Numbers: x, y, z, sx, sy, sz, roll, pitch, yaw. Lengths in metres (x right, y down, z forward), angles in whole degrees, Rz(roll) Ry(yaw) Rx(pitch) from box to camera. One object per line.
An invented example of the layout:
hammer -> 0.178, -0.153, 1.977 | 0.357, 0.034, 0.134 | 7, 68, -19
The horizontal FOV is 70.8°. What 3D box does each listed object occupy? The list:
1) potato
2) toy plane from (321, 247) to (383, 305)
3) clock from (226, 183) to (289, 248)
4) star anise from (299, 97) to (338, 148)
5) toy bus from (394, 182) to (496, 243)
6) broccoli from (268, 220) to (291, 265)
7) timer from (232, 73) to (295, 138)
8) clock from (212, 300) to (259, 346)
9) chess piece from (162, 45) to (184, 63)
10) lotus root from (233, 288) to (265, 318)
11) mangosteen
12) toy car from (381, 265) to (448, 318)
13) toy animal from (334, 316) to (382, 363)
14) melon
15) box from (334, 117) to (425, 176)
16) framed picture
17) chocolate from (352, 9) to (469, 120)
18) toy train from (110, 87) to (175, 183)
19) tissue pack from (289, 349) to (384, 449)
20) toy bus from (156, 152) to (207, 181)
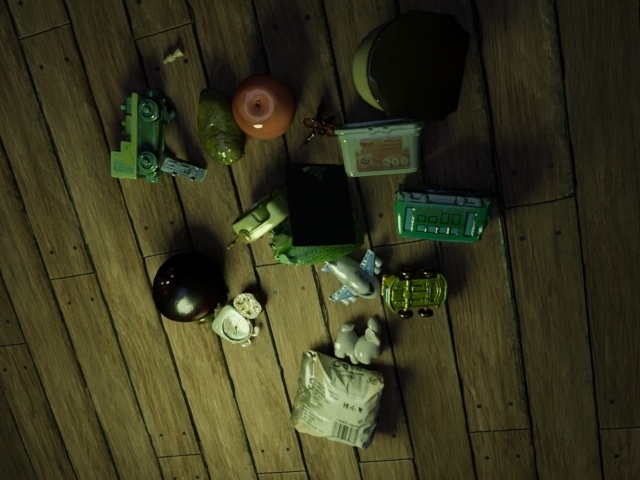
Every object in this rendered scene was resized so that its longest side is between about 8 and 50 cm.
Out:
potato -> -0.387, -0.433, 1.722 | 0.176, 0.141, 0.297 | -17, 93, 1
toy plane -> 0.126, 0.137, 1.778 | 0.267, 0.122, 0.266 | 2, 106, 8
clock -> -0.241, -0.082, 1.728 | 0.308, 0.235, 0.096 | -34, 106, 19
star anise -> -0.017, -0.424, 1.704 | 0.140, 0.144, 0.158 | -43, 104, -28
toy bus -> 0.436, -0.099, 1.629 | 0.344, 0.183, 0.199 | 5, 108, 10
broccoli -> -0.122, 0.006, 1.778 | 0.196, 0.156, 0.195 | -8, 70, 22
timer -> -0.205, -0.483, 1.637 | 0.230, 0.215, 0.229 | 1, 100, 4
clock -> -0.362, 0.371, 1.954 | 0.191, 0.062, 0.151 | 38, 107, -1
chess piece -> -0.571, -0.710, 1.738 | 0.092, 0.035, 0.035 | -24, 99, 19
lotus root -> -0.298, 0.266, 1.906 | 0.112, 0.081, 0.122 | -36, 96, 18
mangosteen -> -0.517, 0.198, 1.835 | 0.314, 0.297, 0.296 | 27, 109, -25
toy car -> 0.354, 0.185, 1.736 | 0.248, 0.142, 0.200 | 0, 106, -13
toy animal -> 0.154, 0.410, 1.837 | 0.193, 0.127, 0.178 | -1, 102, 13
melon -> 0.000, 0.000, 1.689 | 0.324, 0.124, 0.196 | -30, 91, -28
box -> 0.220, -0.337, 1.625 | 0.312, 0.175, 0.182 | -4, 112, 11
framed picture -> -0.001, -0.135, 1.656 | 0.245, 0.013, 0.323 | -1, 74, -19
chocolate -> 0.275, -0.576, 1.494 | 0.327, 0.297, 0.313 | 0, 112, -8
toy train -> -0.706, -0.417, 1.783 | 0.238, 0.150, 0.368 | 10, 104, 14
tissue pack -> 0.066, 0.672, 1.884 | 0.376, 0.195, 0.389 | 15, 106, 10
toy bus -> -0.542, -0.284, 1.763 | 0.075, 0.191, 0.064 | 37, 105, 32
